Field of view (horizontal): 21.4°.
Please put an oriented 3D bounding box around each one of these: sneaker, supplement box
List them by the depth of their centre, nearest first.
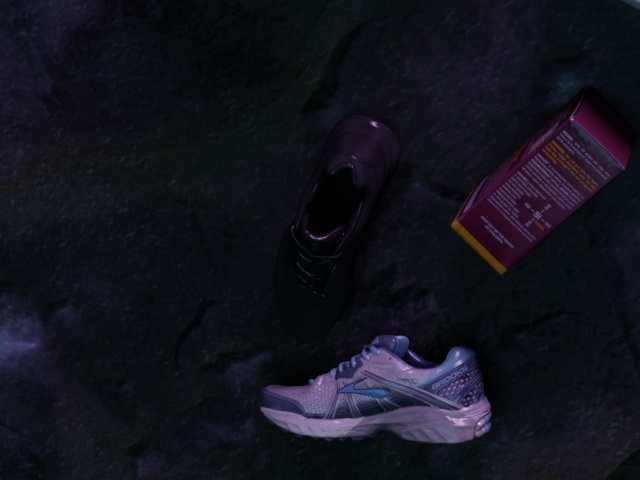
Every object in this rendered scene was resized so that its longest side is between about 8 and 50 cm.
[{"bbox_3d":[0.239,-0.064,1.804,0.081,0.104,0.188,44,120,-5],"label":"supplement box"},{"bbox_3d":[0.000,0.000,1.906,0.109,0.130,0.286,19,120,8],"label":"sneaker"},{"bbox_3d":[0.063,0.168,1.995,0.283,0.110,0.122,-1,96,17],"label":"sneaker"}]

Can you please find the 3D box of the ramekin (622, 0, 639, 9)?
[{"bbox_3d":[0.356,-0.336,1.621,0.273,0.127,0.273,8,117,16],"label":"ramekin"}]
